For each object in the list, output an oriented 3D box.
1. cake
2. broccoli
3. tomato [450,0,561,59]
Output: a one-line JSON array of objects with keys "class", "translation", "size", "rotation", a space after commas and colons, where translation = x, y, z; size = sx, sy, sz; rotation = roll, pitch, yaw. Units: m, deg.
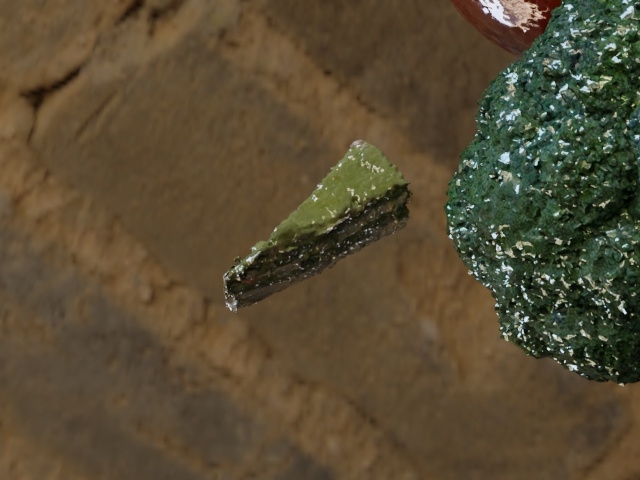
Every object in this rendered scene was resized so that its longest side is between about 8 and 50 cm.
[{"class": "cake", "translation": [0.000, 0.000, 1.220], "size": [0.055, 0.140, 0.051], "rotation": [35, -26, 21]}, {"class": "broccoli", "translation": [0.206, -0.041, 1.211], "size": [0.270, 0.270, 0.270], "rotation": [-7, -54, -31]}, {"class": "tomato", "translation": [0.147, -0.183, 1.327], "size": [0.199, 0.228, 0.112], "rotation": [21, -101, 21]}]
